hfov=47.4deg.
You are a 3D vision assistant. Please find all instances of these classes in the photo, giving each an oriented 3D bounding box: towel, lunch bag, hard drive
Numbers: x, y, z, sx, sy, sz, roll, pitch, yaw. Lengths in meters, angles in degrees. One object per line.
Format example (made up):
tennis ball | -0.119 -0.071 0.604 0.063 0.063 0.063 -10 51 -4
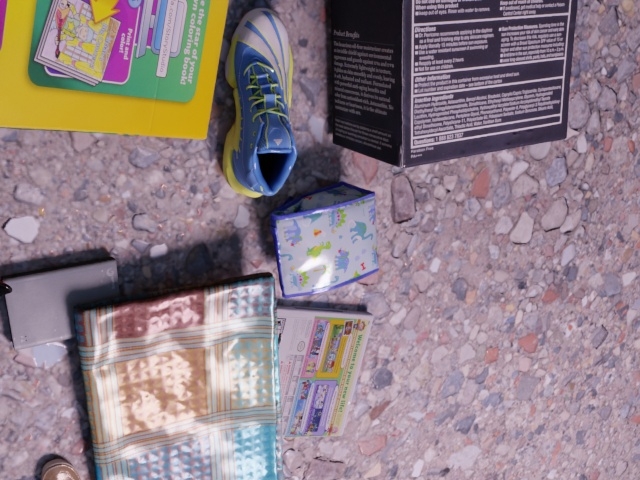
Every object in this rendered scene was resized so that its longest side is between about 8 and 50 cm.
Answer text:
towel | -0.181 0.233 1.008 0.271 0.040 0.370 -10 116 -21
lunch bag | 0.000 0.000 1.026 0.151 0.096 0.129 -22 117 -32
hard drive | -0.320 0.077 0.913 0.135 0.022 0.094 -11 112 -27

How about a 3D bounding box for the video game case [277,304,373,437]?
video game case | -0.025 0.205 1.125 0.193 0.023 0.212 7 102 -31

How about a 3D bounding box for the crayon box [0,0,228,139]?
crayon box | -0.217 -0.292 0.719 0.313 0.106 0.363 -10 115 -60

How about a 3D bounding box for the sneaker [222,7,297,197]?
sneaker | -0.061 -0.166 0.915 0.091 0.126 0.240 -5 109 -29

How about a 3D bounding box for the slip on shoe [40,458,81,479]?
slip on shoe | -0.344 0.359 0.984 0.051 0.041 0.135 -10 111 -27

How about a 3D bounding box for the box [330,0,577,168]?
box | 0.179 -0.276 0.980 0.296 0.182 0.294 -12 113 -28

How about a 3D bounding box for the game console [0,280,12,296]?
game console | -0.440 0.062 0.802 0.144 0.085 0.124 33 89 -33
